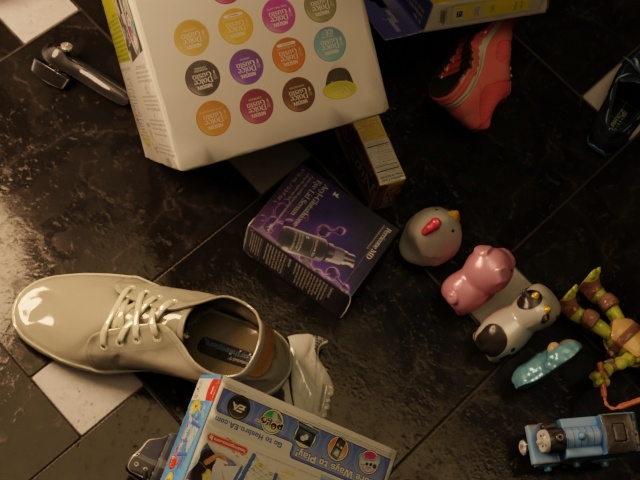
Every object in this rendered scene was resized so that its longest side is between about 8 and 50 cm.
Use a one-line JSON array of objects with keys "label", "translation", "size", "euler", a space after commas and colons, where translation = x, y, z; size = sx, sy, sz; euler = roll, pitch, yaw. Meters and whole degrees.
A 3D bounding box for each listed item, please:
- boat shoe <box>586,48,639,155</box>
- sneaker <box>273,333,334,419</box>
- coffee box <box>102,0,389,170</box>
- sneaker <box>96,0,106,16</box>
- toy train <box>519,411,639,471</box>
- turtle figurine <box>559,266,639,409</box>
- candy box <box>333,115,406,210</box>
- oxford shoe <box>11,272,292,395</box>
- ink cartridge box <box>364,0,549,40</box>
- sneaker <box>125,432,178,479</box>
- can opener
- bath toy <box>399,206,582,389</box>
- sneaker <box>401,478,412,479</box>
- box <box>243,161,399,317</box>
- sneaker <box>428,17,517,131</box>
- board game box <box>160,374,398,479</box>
[{"label": "boat shoe", "translation": [0.587, -0.266, 1.891], "size": [0.109, 0.089, 0.258], "euler": [26, 65, 2]}, {"label": "sneaker", "translation": [-0.021, 0.256, 1.577], "size": [0.094, 0.090, 0.235], "euler": [2, 68, -19]}, {"label": "coffee box", "translation": [-0.135, -0.316, 1.602], "size": [0.337, 0.338, 0.334], "euler": [-18, 102, -15]}, {"label": "sneaker", "translation": [-0.299, -0.400, 1.804], "size": [0.145, 0.090, 0.270], "euler": [-24, 70, -15]}, {"label": "toy train", "translation": [0.409, 0.315, 1.606], "size": [0.184, 0.105, 0.080], "euler": [-2, 67, -10]}, {"label": "turtle figurine", "translation": [0.513, 0.149, 1.705], "size": [0.269, 0.087, 0.217], "euler": [-36, 70, -18]}, {"label": "candy box", "translation": [0.080, -0.156, 1.752], "size": [0.053, 0.109, 0.187], "euler": [-15, 71, -15]}, {"label": "oxford shoe", "translation": [-0.260, 0.128, 1.538], "size": [0.449, 0.130, 0.169], "euler": [13, 66, 12]}, {"label": "ink cartridge box", "translation": [0.211, -0.483, 1.866], "size": [0.307, 0.072, 0.304], "euler": [-10, 41, -15]}, {"label": "sneaker", "translation": [-0.220, 0.393, 1.482], "size": [0.163, 0.086, 0.226], "euler": [18, 67, 1]}, {"label": "can opener", "translation": [-0.406, -0.286, 1.765], "size": [0.186, 0.073, 0.059], "euler": [25, 27, -1]}, {"label": "bath toy", "translation": [0.272, 0.075, 1.666], "size": [0.151, 0.129, 0.348], "euler": [-38, 76, -11]}, {"label": "sneaker", "translation": [0.100, 0.468, 1.503], "size": [0.128, 0.087, 0.221], "euler": [-2, 66, -12]}, {"label": "box", "translation": [0.000, 0.000, 1.673], "size": [0.207, 0.108, 0.153], "euler": [33, 65, 6]}, {"label": "sneaker", "translation": [0.301, -0.322, 1.879], "size": [0.136, 0.116, 0.314], "euler": [47, 53, -25]}, {"label": "board game box", "translation": [-0.077, 0.383, 1.426], "size": [0.308, 0.086, 0.302], "euler": [28, 72, -23]}]
